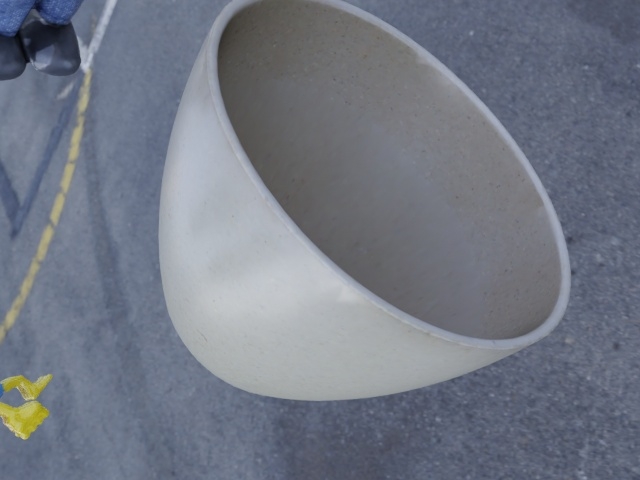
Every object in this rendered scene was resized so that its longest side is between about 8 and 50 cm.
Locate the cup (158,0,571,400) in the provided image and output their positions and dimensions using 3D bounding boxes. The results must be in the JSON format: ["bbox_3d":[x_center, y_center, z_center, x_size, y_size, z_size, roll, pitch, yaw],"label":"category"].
[{"bbox_3d":[0.000,0.000,0.651,0.237,0.331,0.331,-46,44,37],"label":"cup"}]

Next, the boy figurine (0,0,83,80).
[{"bbox_3d":[-0.152,-0.222,0.528,0.285,0.177,0.092,-33,78,42],"label":"boy figurine"}]

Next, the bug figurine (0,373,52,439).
[{"bbox_3d":[-0.285,0.172,0.509,0.216,0.072,0.279,-25,25,56],"label":"bug figurine"}]
